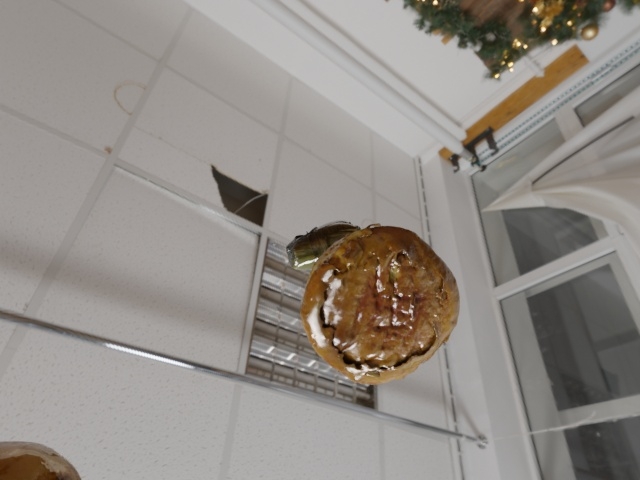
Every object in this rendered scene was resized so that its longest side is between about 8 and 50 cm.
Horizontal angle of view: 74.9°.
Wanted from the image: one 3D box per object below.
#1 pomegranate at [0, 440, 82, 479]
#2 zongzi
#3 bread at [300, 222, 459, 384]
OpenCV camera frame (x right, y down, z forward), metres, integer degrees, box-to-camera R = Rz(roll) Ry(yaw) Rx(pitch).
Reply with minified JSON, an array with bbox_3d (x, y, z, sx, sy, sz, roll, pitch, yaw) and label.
[{"bbox_3d":[-0.405,0.358,0.489,0.248,0.248,0.248,23,-131,-29],"label":"pomegranate"},{"bbox_3d":[0.000,0.000,1.234,0.221,0.242,0.112,-13,-73,-9],"label":"zongzi"},{"bbox_3d":[0.122,0.139,0.955,0.337,0.204,0.358,-47,-71,-7],"label":"bread"}]
